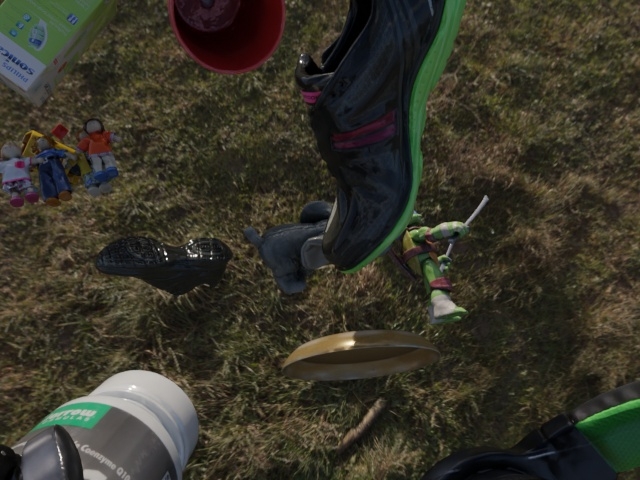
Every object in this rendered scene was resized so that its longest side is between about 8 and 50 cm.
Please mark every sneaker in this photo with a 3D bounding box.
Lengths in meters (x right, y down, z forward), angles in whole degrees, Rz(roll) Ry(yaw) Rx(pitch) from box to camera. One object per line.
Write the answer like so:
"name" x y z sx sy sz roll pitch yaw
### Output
"sneaker" 0.052 -0.183 0.702 0.202 0.185 0.482 3 111 -15
"sneaker" -0.341 0.067 1.057 0.286 0.130 0.109 3 35 -26

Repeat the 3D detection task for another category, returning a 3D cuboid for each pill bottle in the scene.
"pill bottle" -0.286 0.311 0.545 0.204 0.361 0.204 2 103 7

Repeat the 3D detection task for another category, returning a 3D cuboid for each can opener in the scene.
"can opener" -0.180 0.188 0.278 0.073 0.059 0.186 -45 39 -1

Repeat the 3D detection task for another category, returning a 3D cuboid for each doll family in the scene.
"doll family" -0.542 -0.163 1.015 0.263 0.118 0.163 -19 73 -11

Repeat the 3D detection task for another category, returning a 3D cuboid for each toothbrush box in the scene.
"toothbrush box" -0.546 -0.431 0.970 0.122 0.206 0.283 39 78 -23

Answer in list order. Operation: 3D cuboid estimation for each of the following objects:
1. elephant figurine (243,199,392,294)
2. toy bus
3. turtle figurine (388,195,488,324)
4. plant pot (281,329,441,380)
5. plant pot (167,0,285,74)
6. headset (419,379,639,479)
"elephant figurine" 0.000 0.000 1.037 0.239 0.186 0.169 -29 79 19
"toy bus" -0.710 -0.213 1.297 0.202 0.104 0.190 -34 115 -39
"turtle figurine" 0.296 0.044 1.087 0.275 0.198 0.266 2 68 -28
"plant pot" 0.059 0.174 0.719 0.236 0.236 0.032 -6 65 2
"plant pot" -0.252 -0.573 1.167 0.275 0.275 0.243 -31 43 -6
"headset" 0.085 0.183 0.204 0.394 0.243 0.185 -42 95 7
